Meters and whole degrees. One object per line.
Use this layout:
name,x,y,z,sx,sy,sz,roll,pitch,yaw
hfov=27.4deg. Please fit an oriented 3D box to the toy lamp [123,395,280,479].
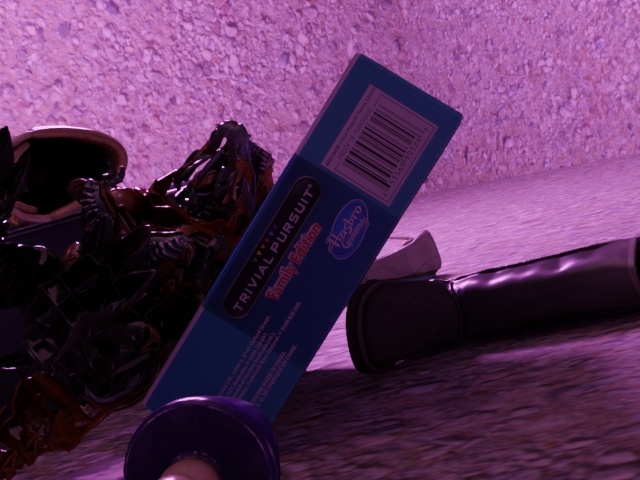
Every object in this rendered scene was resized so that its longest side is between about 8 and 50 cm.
toy lamp,-0.070,0.121,0.549,0.080,0.080,0.274,-14,5,10

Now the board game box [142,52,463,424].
board game box,0.000,0.000,0.948,0.254,0.079,0.336,-58,-1,6

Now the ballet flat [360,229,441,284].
ballet flat,0.039,0.033,1.590,0.213,0.068,0.072,-14,3,9

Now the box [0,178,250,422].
box,-0.210,0.051,1.352,0.296,0.183,0.294,-16,4,1

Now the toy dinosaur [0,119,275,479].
toy dinosaur,-0.143,0.052,0.864,0.164,0.322,0.218,10,-21,20

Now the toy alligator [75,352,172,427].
toy alligator,-0.137,0.097,1.039,0.051,0.056,0.190,7,-45,-43

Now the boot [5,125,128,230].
boot,-0.316,-0.045,1.210,0.262,0.095,0.203,-13,6,-18

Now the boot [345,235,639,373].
boot,0.144,0.048,1.001,0.208,0.076,0.189,-4,10,31
